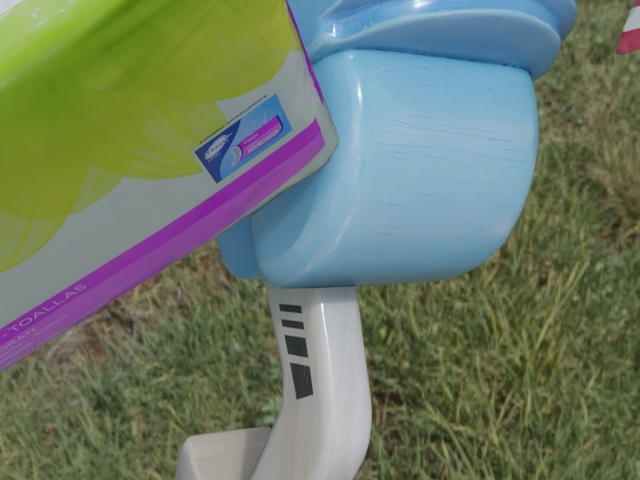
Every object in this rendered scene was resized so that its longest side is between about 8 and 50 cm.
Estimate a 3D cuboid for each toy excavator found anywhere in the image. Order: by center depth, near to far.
[{"bbox_3d":[0.000,0.000,0.673,0.222,0.433,0.445,1,71,-35],"label":"toy excavator"}]

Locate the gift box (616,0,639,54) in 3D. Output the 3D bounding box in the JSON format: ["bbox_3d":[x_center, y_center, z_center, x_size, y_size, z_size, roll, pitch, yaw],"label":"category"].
[{"bbox_3d":[0.313,-0.128,0.589,0.276,0.255,0.258,-29,7,11],"label":"gift box"}]

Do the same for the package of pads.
[{"bbox_3d":[-0.147,-0.035,0.415,0.296,0.229,0.101,-33,70,-2],"label":"package of pads"}]
